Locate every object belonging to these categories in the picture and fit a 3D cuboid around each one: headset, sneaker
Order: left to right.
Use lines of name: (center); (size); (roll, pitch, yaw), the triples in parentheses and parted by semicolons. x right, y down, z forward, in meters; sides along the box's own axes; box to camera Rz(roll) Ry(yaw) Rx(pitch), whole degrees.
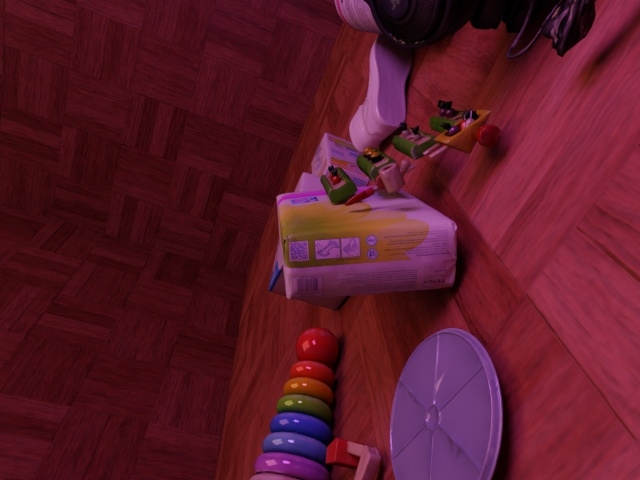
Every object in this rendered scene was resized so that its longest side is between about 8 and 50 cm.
sneaker: (0.131, -0.351, 1.057); (0.169, 0.108, 0.292); (140, 145, -61)
headset: (0.188, -0.343, 0.539); (0.185, 0.243, 0.394); (88, 164, -48)

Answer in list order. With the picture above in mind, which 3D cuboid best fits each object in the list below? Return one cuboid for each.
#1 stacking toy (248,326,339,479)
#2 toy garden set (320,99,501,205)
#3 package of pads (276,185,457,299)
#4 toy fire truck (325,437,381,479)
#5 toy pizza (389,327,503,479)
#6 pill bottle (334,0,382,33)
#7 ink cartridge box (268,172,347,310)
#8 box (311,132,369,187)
stacking toy: (-0.024, 0.313, 0.827); (0.141, 0.141, 0.330); (124, 166, -50)
toy garden set: (0.114, -0.131, 0.634); (0.244, 0.049, 0.204); (-28, 21, 3)
package of pads: (0.053, -0.010, 0.674); (0.296, 0.229, 0.101); (-111, 18, -72)
toy fire truck: (0.058, 0.332, 0.597); (0.192, 0.047, 0.135); (125, 159, -51)
toy pizza: (0.136, 0.198, 0.486); (0.201, 0.032, 0.201); (-161, 90, -76)
pill bottle: (0.157, -0.504, 0.899); (0.283, 0.160, 0.160); (46, 120, 53)
ink cartridge box: (0.000, 0.000, 0.997); (0.171, 0.168, 0.232); (120, 163, -45)
box: (0.047, -0.181, 1.159); (0.203, 0.114, 0.103); (-92, 25, -54)
